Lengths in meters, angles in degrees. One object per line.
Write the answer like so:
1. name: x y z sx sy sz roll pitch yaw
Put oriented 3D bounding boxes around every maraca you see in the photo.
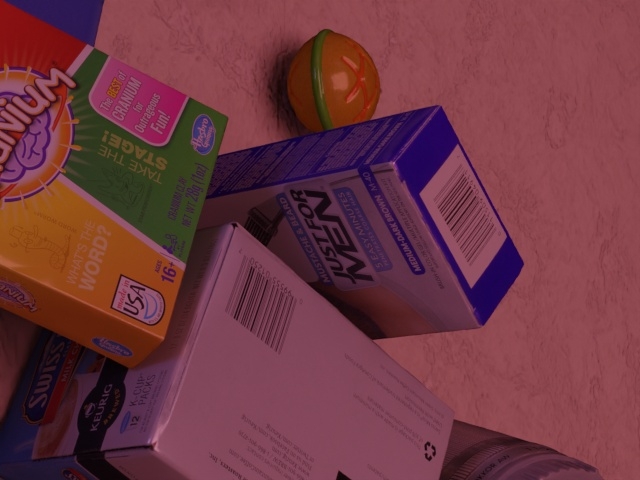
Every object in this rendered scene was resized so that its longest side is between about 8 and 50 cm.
1. maraca: 0.020 -0.168 1.763 0.185 0.099 0.127 2 85 -75

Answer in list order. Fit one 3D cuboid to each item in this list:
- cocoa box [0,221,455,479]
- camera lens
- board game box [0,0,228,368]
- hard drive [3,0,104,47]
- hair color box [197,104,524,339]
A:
1. cocoa box: -0.082 0.183 1.465 0.347 0.228 0.231 41 53 -35
2. camera lens: 0.158 0.306 1.655 0.219 0.274 0.219 -4 98 -34
3. board game box: -0.250 -0.067 1.303 0.316 0.064 0.242 26 53 -19
4. hard drive: -0.282 -0.293 1.481 0.210 0.040 0.319 29 61 -42
5. hair color box: 0.000 0.000 1.513 0.110 0.338 0.185 -50 119 -40
